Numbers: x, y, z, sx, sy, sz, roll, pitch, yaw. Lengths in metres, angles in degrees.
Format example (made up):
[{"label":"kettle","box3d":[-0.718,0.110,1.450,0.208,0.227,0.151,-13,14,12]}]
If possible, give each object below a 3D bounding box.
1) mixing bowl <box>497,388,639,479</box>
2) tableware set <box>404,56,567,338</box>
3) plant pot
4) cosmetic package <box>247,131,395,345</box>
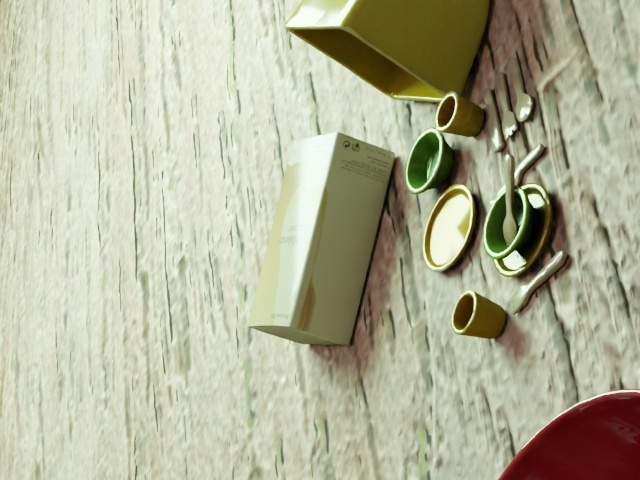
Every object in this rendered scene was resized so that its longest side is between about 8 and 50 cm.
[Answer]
[{"label":"mixing bowl","box3d":[0.128,0.150,0.661,0.181,0.098,0.181,-42,39,47]},{"label":"tableware set","box3d":[0.075,-0.017,0.967,0.104,0.024,0.154,-51,33,38]},{"label":"plant pot","box3d":[0.046,-0.131,1.044,0.083,0.081,0.081,-61,24,-7]},{"label":"cosmetic package","box3d":[0.000,0.000,1.086,0.060,0.041,0.115,-7,67,62]}]
